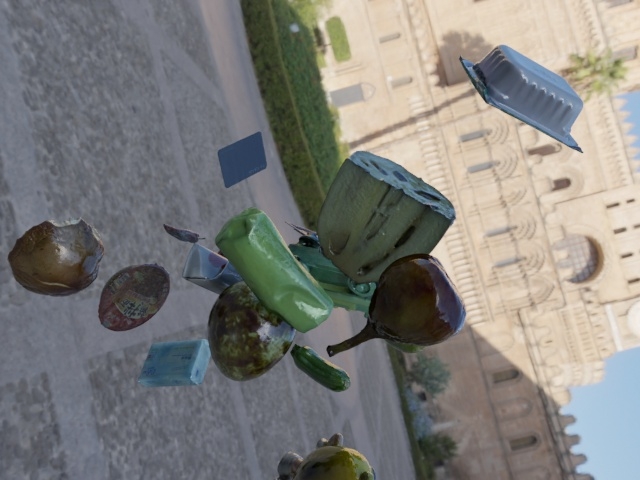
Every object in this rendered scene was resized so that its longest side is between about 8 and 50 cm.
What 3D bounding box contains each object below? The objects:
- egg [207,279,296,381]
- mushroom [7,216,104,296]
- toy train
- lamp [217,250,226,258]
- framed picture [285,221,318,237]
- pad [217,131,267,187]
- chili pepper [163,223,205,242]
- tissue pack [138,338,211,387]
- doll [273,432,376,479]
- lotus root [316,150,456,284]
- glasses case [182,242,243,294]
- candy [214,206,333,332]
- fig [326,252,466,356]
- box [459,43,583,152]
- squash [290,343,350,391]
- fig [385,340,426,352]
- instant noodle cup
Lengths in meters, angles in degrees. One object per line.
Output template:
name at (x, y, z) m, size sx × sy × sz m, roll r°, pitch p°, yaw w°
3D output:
egg at (-0.192, 0.244, 1.646) m, size 0.238 × 0.238 × 0.289 m, roll -38°, pitch 153°, yaw -86°
mushroom at (-0.731, 0.048, 1.644) m, size 0.233 × 0.301 × 0.208 m, roll 22°, pitch 70°, yaw -36°
toy train at (0.044, 0.123, 1.743) m, size 0.150 × 0.369 × 0.237 m, roll -55°, pitch 151°, yaw -49°
lamp at (-0.277, 0.072, 2.172) m, size 0.151 × 0.223 × 0.215 m, roll 57°, pitch 8°, yaw 21°
framed picture at (0.000, 0.000, 2.019) m, size 0.199 × 0.010 × 0.195 m, roll 32°, pitch 7°, yaw 33°
pad at (-0.208, -0.219, 1.639) m, size 0.003 × 0.157 × 0.112 m, roll 20°, pitch -49°, yaw 39°
chili pepper at (-0.472, -0.021, 2.092) m, size 0.153 × 0.050 × 0.041 m, roll 18°, pitch 29°, yaw -34°
tissue pack at (-0.562, 0.473, 2.347) m, size 0.089 × 0.263 × 0.177 m, roll 54°, pitch 37°, yaw -42°
doll at (-0.021, 0.678, 1.616) m, size 0.161 × 0.348 × 0.423 m, roll 30°, pitch -4°, yaw -23°
lotus root at (0.136, -0.033, 1.386) m, size 0.260 × 0.267 × 0.149 m, roll -63°, pitch 173°, yaw 31°
glasses case at (-0.274, 0.107, 1.810) m, size 0.308 × 0.083 × 0.128 m, roll 33°, pitch 50°, yaw -53°
candy at (-0.109, 0.077, 1.465) m, size 0.343 × 0.142 × 0.132 m, roll 52°, pitch -21°, yaw -26°
fig at (0.137, 0.125, 1.190) m, size 0.190 × 0.290 × 0.191 m, roll 30°, pitch 55°, yaw -54°
box at (0.531, -0.385, 1.541) m, size 0.106 × 0.336 × 0.264 m, roll -56°, pitch -155°, yaw 34°
squash at (-0.003, 0.363, 1.718) m, size 0.219 × 0.068 × 0.077 m, roll 29°, pitch -35°, yaw 34°
fig at (0.249, 0.266, 1.886) m, size 0.167 × 0.233 × 0.167 m, roll 0°, pitch 90°, yaw -66°
instant noodle cup at (-0.641, 0.170, 2.030) m, size 0.091 × 0.274 × 0.274 m, roll 37°, pitch -18°, yaw 30°
